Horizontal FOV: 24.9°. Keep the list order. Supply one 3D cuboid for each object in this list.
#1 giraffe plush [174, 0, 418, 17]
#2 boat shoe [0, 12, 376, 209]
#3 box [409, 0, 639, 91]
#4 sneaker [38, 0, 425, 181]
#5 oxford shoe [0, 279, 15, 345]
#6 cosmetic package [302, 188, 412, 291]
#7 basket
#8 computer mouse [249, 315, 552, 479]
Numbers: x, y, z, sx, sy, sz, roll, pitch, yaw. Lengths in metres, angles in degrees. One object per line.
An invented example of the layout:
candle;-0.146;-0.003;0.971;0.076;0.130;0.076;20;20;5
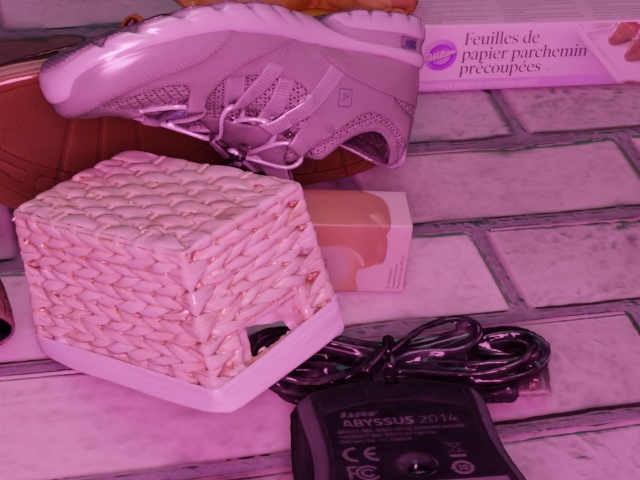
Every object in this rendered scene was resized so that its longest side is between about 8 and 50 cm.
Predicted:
giraffe plush;-0.028;-0.227;1.192;0.210;0.181;0.170;-30;21;16
boat shoe;-0.109;-0.099;1.033;0.342;0.123;0.123;-10;33;-26
box;0.223;-0.171;1.210;0.324;0.063;0.067;-4;38;-14
sneaker;-0.040;-0.087;0.915;0.281;0.115;0.105;-6;2;-34
oxford shoe;-0.303;0.058;0.816;0.271;0.097;0.098;-22;53;-31
cosmetic package;0.000;0.000;0.961;0.115;0.060;0.041;0;38;-6
basket;-0.086;0.017;0.853;0.167;0.103;0.113;13;34;40
computer mouse;0.054;0.136;0.795;0.188;0.072;0.272;1;26;-4
